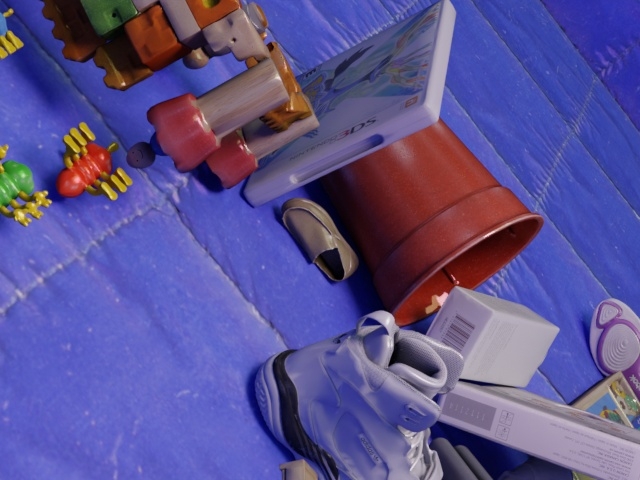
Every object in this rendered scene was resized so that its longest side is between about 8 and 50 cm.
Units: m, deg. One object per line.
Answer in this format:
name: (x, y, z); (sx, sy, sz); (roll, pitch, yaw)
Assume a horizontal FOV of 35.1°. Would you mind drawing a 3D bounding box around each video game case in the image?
video game case: (0.048, -0.205, 1.456); (0.036, 0.299, 0.329); (53, 30, -25)

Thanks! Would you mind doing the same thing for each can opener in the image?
can opener: (0.203, 0.355, 1.273); (0.074, 0.093, 0.280); (27, 16, -28)

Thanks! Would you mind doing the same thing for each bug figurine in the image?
bug figurine: (-0.342, -0.130, 1.091); (0.279, 0.072, 0.216); (54, 38, -10)

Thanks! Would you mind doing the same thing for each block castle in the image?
block castle: (-0.202, -0.293, 1.260); (0.453, 0.212, 0.303); (63, 7, 5)

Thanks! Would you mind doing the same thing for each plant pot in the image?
plant pot: (0.143, -0.055, 1.505); (0.272, 0.272, 0.265); (-6, 57, -54)

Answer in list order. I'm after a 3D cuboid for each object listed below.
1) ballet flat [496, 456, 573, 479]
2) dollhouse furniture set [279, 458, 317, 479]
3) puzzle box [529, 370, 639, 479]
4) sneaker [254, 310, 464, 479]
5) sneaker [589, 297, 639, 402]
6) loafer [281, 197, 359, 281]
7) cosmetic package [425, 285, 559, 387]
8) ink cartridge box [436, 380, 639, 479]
ballet flat: (0.259, 0.406, 1.351); (0.139, 0.139, 0.400); (45, 34, -16)
dollhouse furniture set: (-0.030, 0.357, 1.067); (0.161, 0.101, 0.182); (58, 21, -46)
puzzle box: (0.506, 0.398, 1.735); (0.409, 0.052, 0.272); (-14, 73, -56)
sneaker: (0.101, 0.250, 1.191); (0.366, 0.210, 0.137); (52, 32, -5)
sneaker: (0.623, 0.258, 1.990); (0.305, 0.114, 0.152); (65, 19, 8)
loafer: (0.000, 0.000, 1.433); (0.148, 0.056, 0.050); (45, 27, -16)
cosmetic package: (0.262, 0.151, 1.549); (0.085, 0.117, 0.231); (35, 10, 36)
ink cartridge box: (0.347, 0.276, 1.446); (0.261, 0.296, 0.066); (19, 87, -59)
